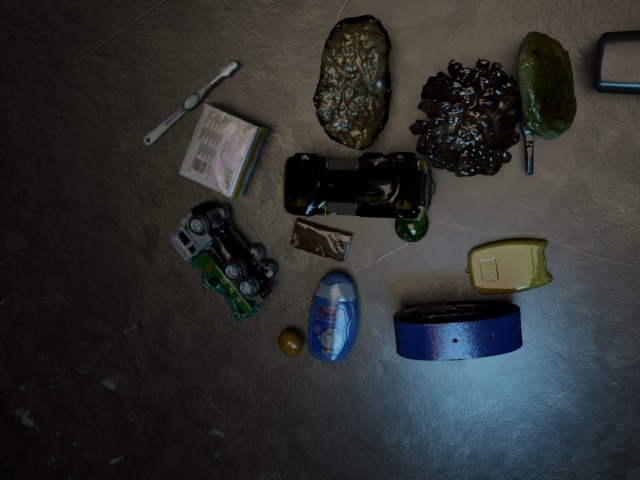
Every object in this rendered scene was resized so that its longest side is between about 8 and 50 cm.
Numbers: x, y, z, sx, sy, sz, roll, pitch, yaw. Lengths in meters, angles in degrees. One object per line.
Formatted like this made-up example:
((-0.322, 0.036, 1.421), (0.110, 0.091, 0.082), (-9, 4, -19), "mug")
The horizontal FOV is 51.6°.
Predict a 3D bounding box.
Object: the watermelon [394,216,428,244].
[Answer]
((0.253, -0.041, 1.859), (0.109, 0.109, 0.109), (2, 101, 10), "watermelon")

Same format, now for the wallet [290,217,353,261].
((0.000, 0.000, 1.958), (0.176, 0.026, 0.095), (17, 106, 8), "wallet")

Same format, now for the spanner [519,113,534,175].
((0.550, -0.335, 1.753), (0.040, 0.095, 0.325), (-3, 99, 12), "spanner")

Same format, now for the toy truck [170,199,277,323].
((-0.282, 0.063, 1.954), (0.178, 0.176, 0.363), (-34, 94, 27), "toy truck")

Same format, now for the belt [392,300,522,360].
((0.378, 0.244, 1.837), (0.346, 0.212, 0.117), (-6, 100, 8), "belt")

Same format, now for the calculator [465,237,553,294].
((0.528, 0.076, 1.867), (0.236, 0.033, 0.157), (-9, 100, 14), "calculator")

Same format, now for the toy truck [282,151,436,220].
((0.112, -0.145, 1.795), (0.405, 0.254, 0.181), (3, 92, 24), "toy truck")

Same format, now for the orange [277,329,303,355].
((-0.093, 0.311, 2.010), (0.085, 0.085, 0.085), (2, 101, 10), "orange")

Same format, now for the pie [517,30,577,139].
((0.573, -0.388, 1.666), (0.078, 0.277, 0.277), (1, 102, 41), "pie")

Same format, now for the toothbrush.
((-0.387, -0.402, 1.949), (0.386, 0.040, 0.040), (-37, 92, 15), "toothbrush")

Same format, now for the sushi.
((0.090, -0.427, 1.786), (0.210, 0.171, 0.350), (9, 103, 7), "sushi")

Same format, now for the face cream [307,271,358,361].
((0.039, 0.223, 1.963), (0.149, 0.083, 0.264), (7, 101, 6), "face cream")

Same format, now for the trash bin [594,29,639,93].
((0.828, -0.432, 1.614), (0.290, 0.209, 0.182), (6, 104, 23), "trash bin")

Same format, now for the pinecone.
((0.378, -0.325, 1.710), (0.298, 0.242, 0.296), (24, 90, -26), "pinecone")

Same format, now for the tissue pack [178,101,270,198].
((-0.275, -0.260, 1.910), (0.185, 0.124, 0.225), (26, 104, 5), "tissue pack")
